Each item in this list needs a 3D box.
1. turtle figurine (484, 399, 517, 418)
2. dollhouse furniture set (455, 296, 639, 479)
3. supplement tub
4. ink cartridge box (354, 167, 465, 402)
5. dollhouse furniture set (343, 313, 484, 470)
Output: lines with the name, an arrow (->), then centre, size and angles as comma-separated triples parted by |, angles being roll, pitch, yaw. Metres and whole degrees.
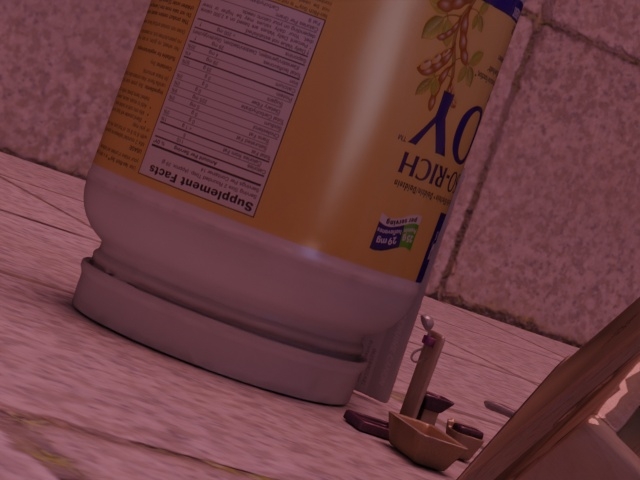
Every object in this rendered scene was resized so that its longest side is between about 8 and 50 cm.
turtle figurine -> 0.285, 0.110, 1.266 | 0.266, 0.197, 0.274 | 25, 6, -12
dollhouse furniture set -> 0.223, 0.167, 0.879 | 0.303, 0.198, 0.286 | 45, 42, 4
supplement tub -> -0.019, -0.078, 1.336 | 0.241, 0.331, 0.241 | 20, 2, -1
ink cartridge box -> 0.000, 0.000, 1.494 | 0.232, 0.189, 0.066 | 21, 7, 31
dollhouse furniture set -> 0.084, 0.097, 1.215 | 0.091, 0.081, 0.114 | 19, 2, -18
